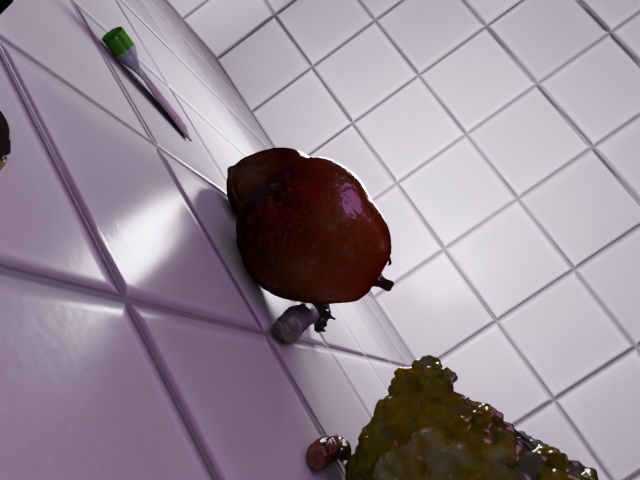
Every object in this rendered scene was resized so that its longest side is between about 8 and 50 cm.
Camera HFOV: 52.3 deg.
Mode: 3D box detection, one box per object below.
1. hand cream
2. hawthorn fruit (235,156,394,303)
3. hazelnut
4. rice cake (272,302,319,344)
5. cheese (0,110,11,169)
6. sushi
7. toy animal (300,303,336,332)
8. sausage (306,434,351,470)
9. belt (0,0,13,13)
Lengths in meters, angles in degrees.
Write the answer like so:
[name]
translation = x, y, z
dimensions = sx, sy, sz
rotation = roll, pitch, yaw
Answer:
[hand cream]
translation = -0.359, -0.329, 1.392
dimensions = 0.275, 0.050, 0.079
rotation = 57, 28, -42
[hawthorn fruit]
translation = -0.010, -0.013, 1.227
dimensions = 0.311, 0.295, 0.295
rotation = 19, 32, -48
[hazelnut]
translation = -0.109, -0.107, 1.442
dimensions = 0.229, 0.229, 0.229
rotation = 54, 6, -8
[rice cake]
translation = -0.041, 0.146, 1.195
dimensions = 0.270, 0.049, 0.055
rotation = 10, 59, -84
[cheese]
translation = -0.319, -0.117, 0.512
dimensions = 0.162, 0.036, 0.086
rotation = 48, 12, -48
[sushi]
translation = 0.232, 0.350, 0.877
dimensions = 0.396, 0.240, 0.351
rotation = 30, -6, 37
[toy animal]
translation = -0.009, 0.145, 1.377
dimensions = 0.047, 0.065, 0.136
rotation = 50, 9, -35
[sausage]
translation = 0.014, 0.291, 0.902
dimensions = 0.036, 0.042, 0.158
rotation = 16, -10, 19
[belt]
translation = -0.418, -0.318, 0.758
dimensions = 0.140, 0.058, 0.105
rotation = 60, 12, 11
